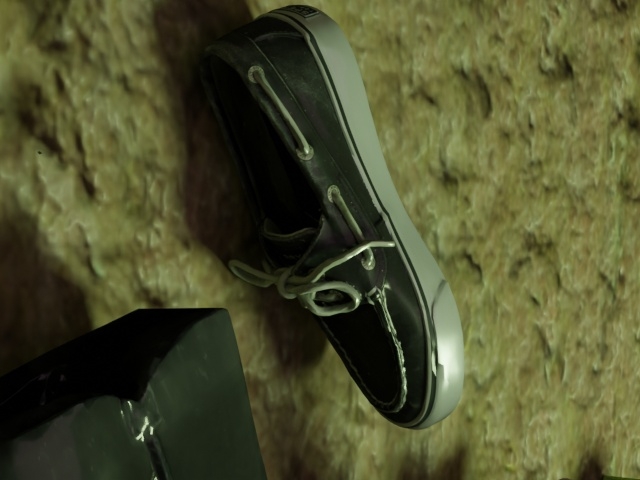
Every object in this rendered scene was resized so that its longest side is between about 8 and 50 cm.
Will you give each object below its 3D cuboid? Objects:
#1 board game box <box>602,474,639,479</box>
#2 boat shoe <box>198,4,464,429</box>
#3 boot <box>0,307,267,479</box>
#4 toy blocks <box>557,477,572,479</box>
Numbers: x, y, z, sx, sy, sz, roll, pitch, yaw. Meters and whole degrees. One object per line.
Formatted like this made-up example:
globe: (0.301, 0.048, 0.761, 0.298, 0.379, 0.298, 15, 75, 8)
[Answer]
board game box: (0.264, 0.293, 1.425, 0.181, 0.092, 0.043, -58, 131, -33)
boat shoe: (0.003, -0.001, 1.091, 0.105, 0.113, 0.306, -31, 111, -39)
boot: (-0.124, 0.301, 0.902, 0.367, 0.146, 0.445, -41, 125, -54)
toy blocks: (0.176, 0.293, 1.225, 0.288, 0.309, 0.260, 44, 36, -51)
